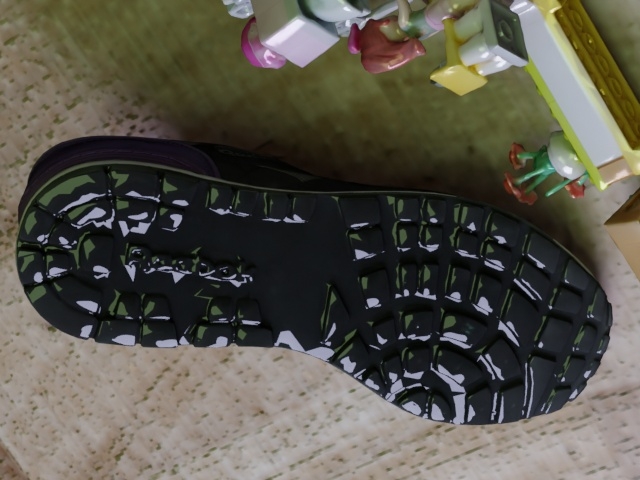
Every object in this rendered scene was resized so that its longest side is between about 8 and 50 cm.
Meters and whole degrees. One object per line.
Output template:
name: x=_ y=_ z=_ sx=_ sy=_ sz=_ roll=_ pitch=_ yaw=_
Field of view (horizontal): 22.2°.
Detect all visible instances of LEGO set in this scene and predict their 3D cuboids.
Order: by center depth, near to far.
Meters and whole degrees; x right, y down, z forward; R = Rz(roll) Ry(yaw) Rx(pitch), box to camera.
LEGO set: x=0.057 y=-0.066 z=0.698 sx=0.107 sy=0.132 sz=0.287 roll=-25 pitch=140 yaw=33

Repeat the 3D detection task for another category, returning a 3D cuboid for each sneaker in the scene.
sneaker: x=0.000 y=0.000 z=0.777 sx=0.283 sy=0.124 sz=0.107 roll=15 pitch=107 yaw=-13
